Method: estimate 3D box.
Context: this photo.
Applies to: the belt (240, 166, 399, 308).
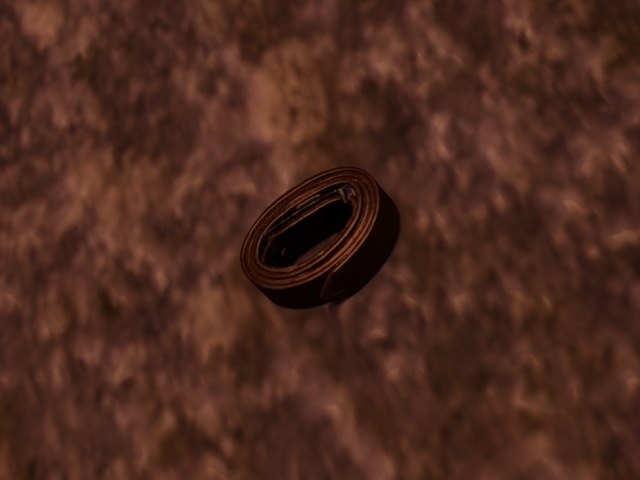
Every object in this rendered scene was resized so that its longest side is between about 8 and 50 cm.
[{"bbox_3d":[0.000,0.000,0.801,0.083,0.036,0.059,-35,57,5],"label":"belt"}]
